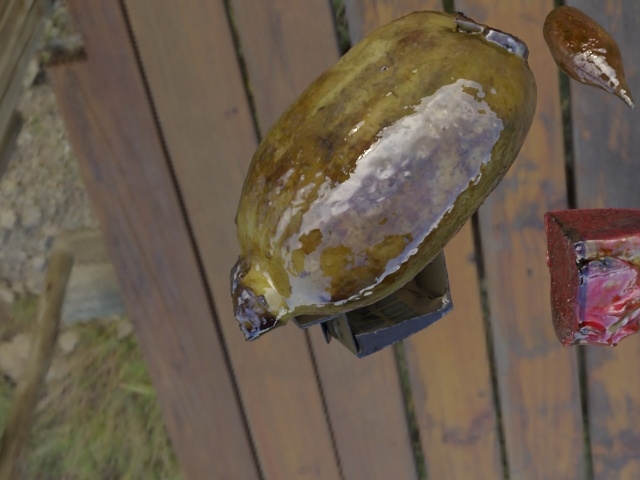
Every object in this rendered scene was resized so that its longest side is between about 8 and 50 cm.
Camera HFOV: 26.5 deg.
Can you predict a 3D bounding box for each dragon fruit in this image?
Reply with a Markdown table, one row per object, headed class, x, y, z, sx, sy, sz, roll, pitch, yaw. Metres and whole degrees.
| class | x | y | z | sx | sy | sz | roll | pitch | yaw |
| --- | --- | --- | --- | --- | --- | --- | --- | --- | --- |
| dragon fruit | 0.338 | 0.034 | 1.592 | 0.189 | 0.262 | 0.163 | -32 | 95 | 8 |

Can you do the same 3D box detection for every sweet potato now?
| class | x | y | z | sx | sy | sz | roll | pitch | yaw |
| --- | --- | --- | --- | --- | --- | --- | --- | --- | --- |
| sweet potato | 0.221 | -0.142 | 1.094 | 0.049 | 0.117 | 0.049 | -17 | 139 | -15 |

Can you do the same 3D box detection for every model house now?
| class | x | y | z | sx | sy | sz | roll | pitch | yaw |
| --- | --- | --- | --- | --- | --- | --- | --- | --- | --- |
| model house | 0.000 | 0.000 | 1.541 | 0.204 | 0.243 | 0.211 | -23 | 113 | -15 |

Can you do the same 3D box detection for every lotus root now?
| class | x | y | z | sx | sy | sz | roll | pitch | yaw |
| --- | --- | --- | --- | --- | --- | --- | --- | --- | --- |
| lotus root | 0.031 | -0.040 | 0.878 | 0.260 | 0.145 | 0.128 | -49 | 127 | 1 |
